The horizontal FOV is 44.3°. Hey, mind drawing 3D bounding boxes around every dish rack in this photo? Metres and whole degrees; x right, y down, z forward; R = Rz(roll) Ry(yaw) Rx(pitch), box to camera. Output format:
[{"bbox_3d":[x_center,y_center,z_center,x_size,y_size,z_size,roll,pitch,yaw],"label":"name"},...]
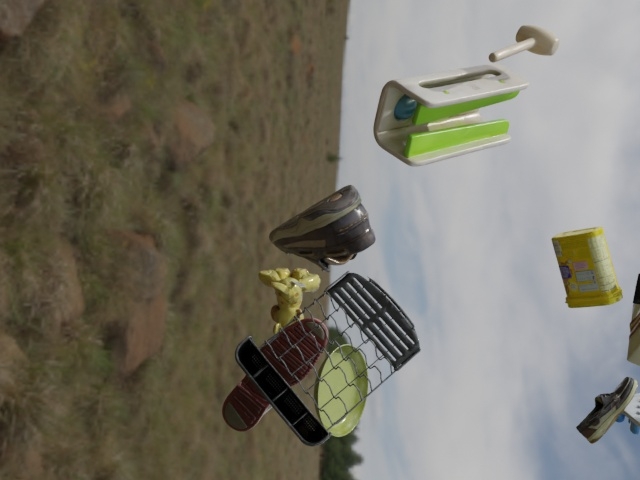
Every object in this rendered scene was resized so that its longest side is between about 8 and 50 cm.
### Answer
[{"bbox_3d":[0.022,0.181,1.295,0.208,0.271,0.074,48,-12,16],"label":"dish rack"}]

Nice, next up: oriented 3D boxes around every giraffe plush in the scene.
[{"bbox_3d":[-0.091,0.187,2.338,0.210,0.181,0.171,-133,-135,-71],"label":"giraffe plush"}]

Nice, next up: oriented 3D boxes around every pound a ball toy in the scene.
[{"bbox_3d":[0.254,-0.275,1.396,0.135,0.319,0.208,41,-46,36],"label":"pound a ball toy"}]

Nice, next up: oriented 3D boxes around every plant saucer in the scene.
[{"bbox_3d":[0.049,0.393,2.076,0.241,0.037,0.241,0,90,-55],"label":"plant saucer"}]

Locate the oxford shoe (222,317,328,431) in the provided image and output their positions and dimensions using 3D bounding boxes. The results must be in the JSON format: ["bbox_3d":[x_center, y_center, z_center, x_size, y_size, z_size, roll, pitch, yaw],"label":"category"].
[{"bbox_3d":[-0.101,0.301,1.872,0.348,0.123,0.130,-46,174,18],"label":"oxford shoe"}]

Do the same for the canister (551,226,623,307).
[{"bbox_3d":[0.607,0.061,1.800,0.073,0.126,0.170,-22,98,-44],"label":"canister"}]

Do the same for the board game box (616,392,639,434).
[{"bbox_3d":[0.871,0.414,1.599,0.390,0.389,0.050,-134,-137,-62],"label":"board game box"}]

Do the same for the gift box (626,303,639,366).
[{"bbox_3d":[0.963,0.198,1.991,0.258,0.276,0.255,104,6,-45],"label":"gift box"}]

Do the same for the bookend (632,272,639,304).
[{"bbox_3d":[0.782,0.095,1.754,0.157,0.156,0.072,-41,137,-64],"label":"bookend"}]

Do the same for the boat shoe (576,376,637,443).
[{"bbox_3d":[0.541,0.312,1.485,0.152,0.049,0.056,-47,170,-17],"label":"boat shoe"}]

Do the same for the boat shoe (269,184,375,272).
[{"bbox_3d":[0.000,0.000,1.500,0.130,0.132,0.355,59,-17,-2],"label":"boat shoe"}]
